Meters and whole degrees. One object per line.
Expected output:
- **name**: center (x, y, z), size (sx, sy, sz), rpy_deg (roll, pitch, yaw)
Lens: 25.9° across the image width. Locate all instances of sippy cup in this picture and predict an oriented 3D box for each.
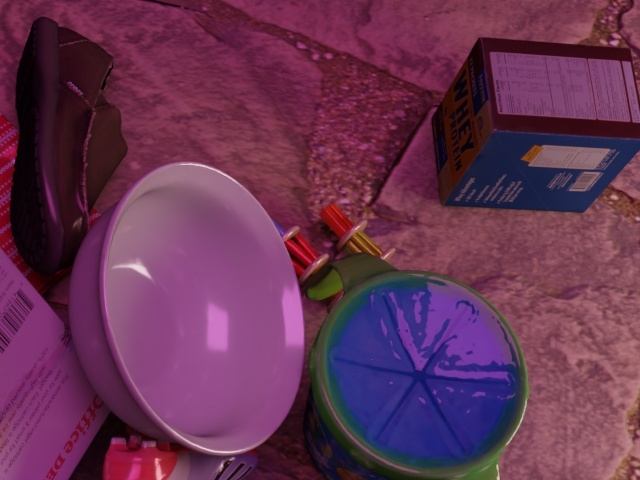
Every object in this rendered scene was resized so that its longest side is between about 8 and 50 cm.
- **sippy cup**: center (0.083, 0.181, 1.537), size (0.240, 0.224, 0.305), rpy_deg (14, 62, -7)

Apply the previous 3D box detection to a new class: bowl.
- **bowl**: center (-0.155, 0.078, 1.401), size (0.298, 0.134, 0.297), rpy_deg (26, 57, -47)

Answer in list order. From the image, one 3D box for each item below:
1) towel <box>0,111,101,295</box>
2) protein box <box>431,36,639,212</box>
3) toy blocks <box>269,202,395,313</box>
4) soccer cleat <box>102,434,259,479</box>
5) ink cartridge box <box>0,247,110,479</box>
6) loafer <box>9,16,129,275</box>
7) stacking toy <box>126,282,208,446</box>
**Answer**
- **towel**: center (-0.397, -0.044, 1.631), size (0.275, 0.031, 0.199), rpy_deg (45, 61, 9)
- **protein box**: center (0.270, -0.141, 1.757), size (0.201, 0.200, 0.136), rpy_deg (3, 64, -13)
- **toy blocks**: center (0.000, 0.000, 1.701), size (0.148, 0.054, 0.123), rpy_deg (44, 63, 9)
- **soccer cleat**: center (-0.146, 0.250, 1.456), size (0.083, 0.248, 0.095), rpy_deg (4, 85, 26)
- **ink cartridge box**: center (-0.375, 0.138, 1.379), size (0.197, 0.270, 0.198), rpy_deg (6, 53, 35)
- **loafer**: center (-0.281, -0.117, 1.615), size (0.130, 0.134, 0.365), rpy_deg (10, 50, -21)
- **stacking toy**: center (-0.179, 0.123, 1.557), size (0.175, 0.166, 0.301), rpy_deg (10, 76, -2)
